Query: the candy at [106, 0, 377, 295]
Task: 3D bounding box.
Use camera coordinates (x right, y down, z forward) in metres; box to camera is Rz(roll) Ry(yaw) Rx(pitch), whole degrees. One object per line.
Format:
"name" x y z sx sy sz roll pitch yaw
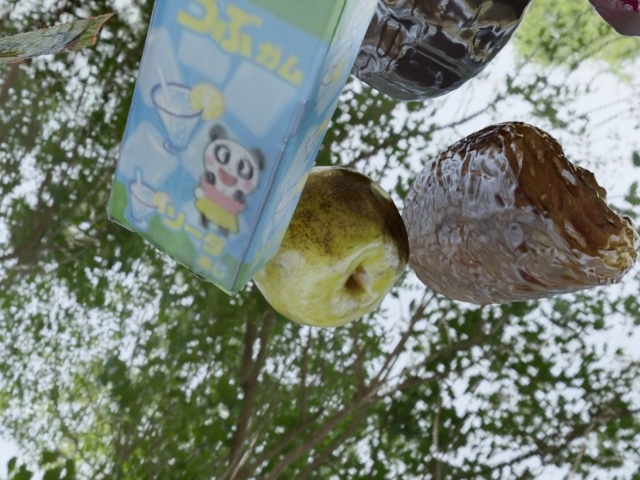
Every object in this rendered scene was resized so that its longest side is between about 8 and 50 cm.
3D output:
"candy" -0.046 -0.074 0.471 0.097 0.194 0.062 32 -145 12

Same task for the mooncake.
"mooncake" 0.166 -0.399 1.362 0.212 0.381 0.351 18 -126 -31

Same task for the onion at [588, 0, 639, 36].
"onion" 0.434 -0.388 1.260 0.218 0.140 0.195 28 172 46

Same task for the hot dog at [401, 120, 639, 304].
"hot dog" 0.264 -0.020 1.205 0.174 0.387 0.267 -43 -80 -23

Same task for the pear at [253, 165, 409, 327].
"pear" 0.000 0.000 1.049 0.197 0.197 0.197 21 -150 -13

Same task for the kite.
"kite" -0.418 -0.229 1.080 0.377 0.013 0.327 -9 -170 28
